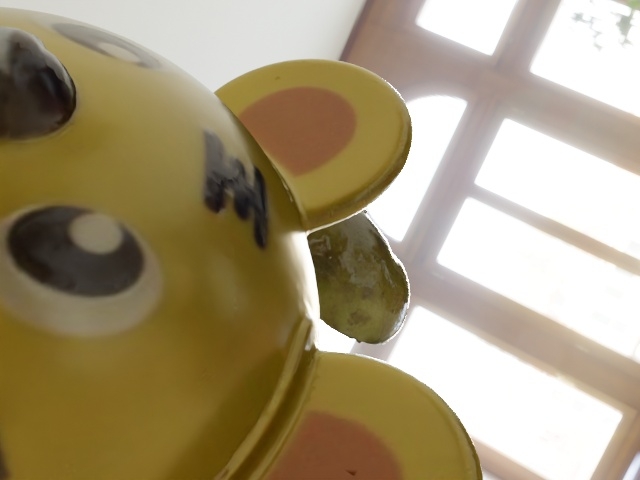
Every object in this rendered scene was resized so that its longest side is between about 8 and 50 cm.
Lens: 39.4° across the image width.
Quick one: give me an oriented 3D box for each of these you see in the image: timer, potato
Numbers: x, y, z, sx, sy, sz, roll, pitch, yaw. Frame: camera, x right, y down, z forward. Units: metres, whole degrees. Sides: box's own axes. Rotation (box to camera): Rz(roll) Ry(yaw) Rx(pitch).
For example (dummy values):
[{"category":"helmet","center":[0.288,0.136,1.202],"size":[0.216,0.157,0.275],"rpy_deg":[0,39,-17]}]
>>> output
[{"category":"timer","center":[-0.126,0.036,0.473],"size":[0.376,0.387,0.376],"rpy_deg":[-9,-90,-84]},{"category":"potato","center":[0.000,0.000,1.023],"size":[0.111,0.271,0.160],"rpy_deg":[-52,-2,16]}]
